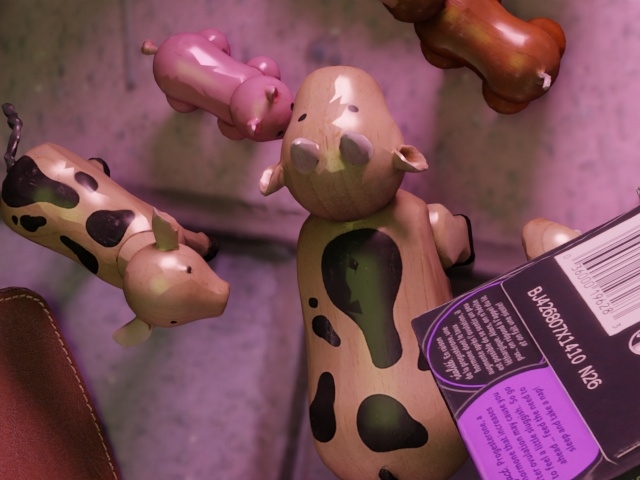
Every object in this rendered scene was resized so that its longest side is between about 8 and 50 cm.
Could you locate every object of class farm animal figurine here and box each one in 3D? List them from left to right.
[{"bbox_3d":[0.000,0.000,0.820,0.330,0.172,0.326,-26,83,13],"label":"farm animal figurine"}]

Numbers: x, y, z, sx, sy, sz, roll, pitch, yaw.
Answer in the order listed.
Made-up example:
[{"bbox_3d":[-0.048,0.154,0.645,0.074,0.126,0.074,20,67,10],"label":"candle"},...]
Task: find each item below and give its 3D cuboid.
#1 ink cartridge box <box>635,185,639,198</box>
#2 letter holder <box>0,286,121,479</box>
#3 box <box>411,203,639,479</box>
[{"bbox_3d":[0.240,-0.023,0.829,0.115,0.029,0.063,-24,84,14],"label":"ink cartridge box"},{"bbox_3d":[-0.236,0.201,0.909,0.152,0.214,0.302,-24,83,46],"label":"letter holder"},{"bbox_3d":[0.173,0.142,0.704,0.143,0.165,0.270,-27,121,4],"label":"box"}]
